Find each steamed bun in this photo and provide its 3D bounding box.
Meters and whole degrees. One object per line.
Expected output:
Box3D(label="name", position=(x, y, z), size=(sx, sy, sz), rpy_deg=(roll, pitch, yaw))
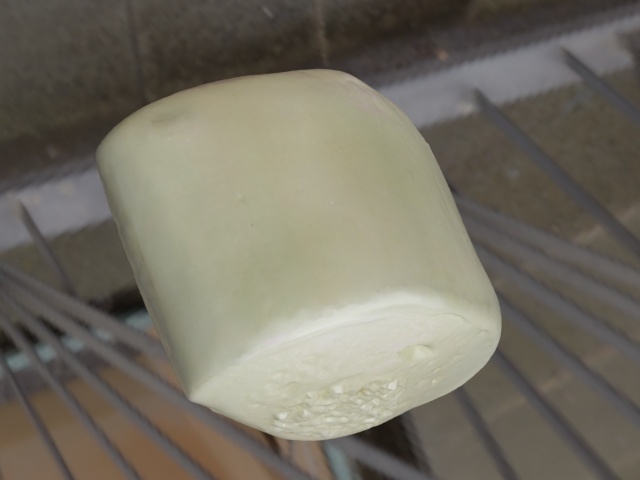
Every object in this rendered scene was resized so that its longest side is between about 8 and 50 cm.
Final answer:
Box3D(label="steamed bun", position=(0.000, 0.000, 1.103), size=(0.155, 0.200, 0.250), rpy_deg=(-26, 161, 18))
